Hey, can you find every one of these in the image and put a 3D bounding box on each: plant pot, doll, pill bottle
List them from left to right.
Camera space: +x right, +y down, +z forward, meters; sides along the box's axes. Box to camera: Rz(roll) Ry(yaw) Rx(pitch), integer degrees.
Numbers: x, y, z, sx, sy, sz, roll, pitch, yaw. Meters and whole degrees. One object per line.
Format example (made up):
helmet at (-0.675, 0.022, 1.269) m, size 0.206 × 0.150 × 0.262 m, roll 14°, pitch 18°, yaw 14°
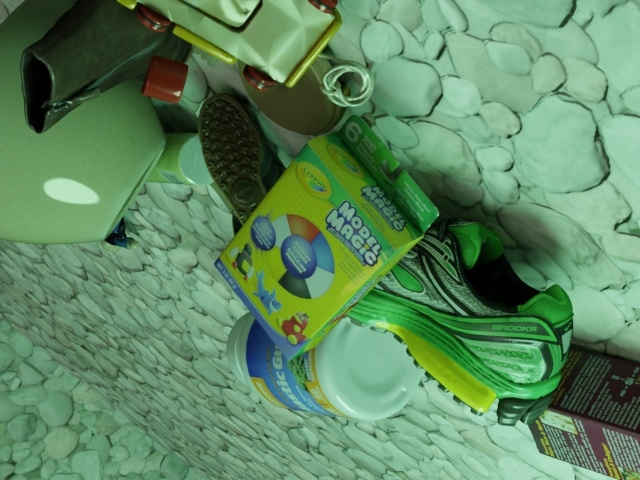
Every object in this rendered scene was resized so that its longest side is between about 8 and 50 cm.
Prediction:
plant pot at (-0.284, -0.105, 1.081) m, size 0.191 × 0.284 × 0.284 m, roll 33°, pitch 155°, yaw -7°
doll at (-0.325, -0.030, 1.508) m, size 0.129 × 0.046 × 0.189 m, roll 36°, pitch 154°, yaw 9°
pill bottle at (-0.008, 0.141, 1.239) m, size 0.152 × 0.152 × 0.272 m, roll 49°, pitch 152°, yaw -20°

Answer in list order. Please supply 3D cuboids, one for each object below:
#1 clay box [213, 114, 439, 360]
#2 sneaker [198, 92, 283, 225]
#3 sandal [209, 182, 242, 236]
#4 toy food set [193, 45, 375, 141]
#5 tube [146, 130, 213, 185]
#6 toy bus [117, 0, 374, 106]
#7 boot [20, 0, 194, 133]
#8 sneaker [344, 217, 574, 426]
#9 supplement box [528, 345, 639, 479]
clay box at (0.000, 0.000, 0.910) m, size 0.127 × 0.053 × 0.222 m, roll 51°, pitch 132°, yaw 12°
sneaker at (-0.075, -0.070, 1.079) m, size 0.086 × 0.064 × 0.192 m, roll -60°, pitch -53°, yaw -78°
sandal at (-0.084, -0.016, 1.202) m, size 0.180 × 0.049 × 0.072 m, roll 48°, pitch 153°, yaw -18°
toy food set at (-0.027, -0.154, 0.925) m, size 0.192 × 0.038 × 0.132 m, roll 44°, pitch 148°, yaw 2°
tube at (-0.206, -0.106, 1.219) m, size 0.062 × 0.070 × 0.240 m, roll 8°, pitch 180°, yaw -37°
toy bus at (-0.064, -0.206, 0.795) m, size 0.191 × 0.104 × 0.202 m, roll -9°, pitch 132°, yaw 1°
boot at (-0.203, -0.174, 0.915) m, size 0.090 × 0.207 × 0.248 m, roll 39°, pitch 155°, yaw 1°
sneaker at (0.103, 0.023, 0.968) m, size 0.344 × 0.134 × 0.146 m, roll 34°, pitch 119°, yaw 27°
supplement box at (0.299, 0.178, 0.968) m, size 0.188 × 0.081 × 0.104 m, roll 12°, pitch 143°, yaw 43°
